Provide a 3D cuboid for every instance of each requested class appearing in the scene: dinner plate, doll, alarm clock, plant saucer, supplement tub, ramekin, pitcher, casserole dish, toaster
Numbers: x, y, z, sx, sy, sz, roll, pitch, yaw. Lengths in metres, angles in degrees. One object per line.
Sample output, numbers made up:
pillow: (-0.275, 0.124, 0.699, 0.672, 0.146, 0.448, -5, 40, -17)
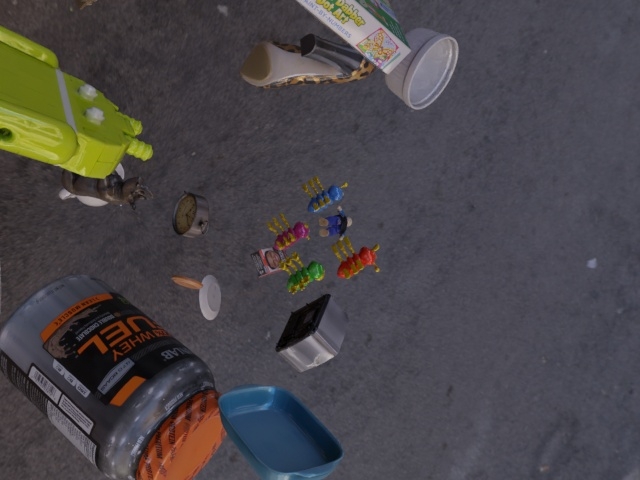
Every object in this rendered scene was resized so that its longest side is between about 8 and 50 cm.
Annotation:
dinner plate: (-0.339, 0.177, 1.737, 0.017, 0.141, 0.141, -5, 96, 15)
doll: (0.063, -0.064, 2.026, 0.189, 0.046, 0.129, -12, 102, -56)
alarm clock: (-0.368, -0.065, 1.626, 0.064, 0.192, 0.129, 16, 103, -40)
plant saucer: (-0.350, 0.111, 1.459, 0.083, 0.083, 0.013, 21, 72, -20)
supplement tub: (-0.310, 0.218, 0.856, 0.338, 0.207, 0.207, 32, 81, 20)
ramekin: (0.267, -0.474, 1.513, 0.207, 0.109, 0.207, -36, 149, -26)
pitcher: (-0.652, -0.154, 1.562, 0.177, 0.207, 0.126, -29, 99, -27)
casserole dish: (-0.054, 0.240, 0.683, 0.114, 0.188, 0.037, 2, 108, -37)
toaster: (-0.024, 0.259, 1.540, 0.110, 0.168, 0.186, 46, 35, -15)

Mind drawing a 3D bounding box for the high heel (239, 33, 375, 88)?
high heel: (-0.028, -0.335, 1.100, 0.186, 0.261, 0.093, 2, 91, -43)

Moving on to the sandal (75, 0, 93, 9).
sandal: (-0.657, -0.714, 1.597, 0.079, 0.240, 0.088, -12, 112, -25)

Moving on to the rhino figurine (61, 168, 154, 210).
rhino figurine: (-0.481, -0.131, 1.254, 0.243, 0.073, 0.106, 16, 124, 11)

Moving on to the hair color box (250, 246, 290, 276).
hair color box: (-0.141, 0.058, 1.607, 0.043, 0.141, 0.072, -24, 86, 22)

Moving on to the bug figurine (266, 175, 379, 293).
bug figurine: (0.000, 0.000, 1.197, 0.216, 0.279, 0.072, -30, 143, 9)

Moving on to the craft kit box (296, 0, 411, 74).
craft kit box: (0.006, -0.386, 0.801, 0.246, 0.250, 0.061, 24, 128, -33)

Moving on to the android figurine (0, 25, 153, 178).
android figurine: (-0.304, -0.149, 0.566, 0.272, 0.248, 0.056, 21, 113, -38)
